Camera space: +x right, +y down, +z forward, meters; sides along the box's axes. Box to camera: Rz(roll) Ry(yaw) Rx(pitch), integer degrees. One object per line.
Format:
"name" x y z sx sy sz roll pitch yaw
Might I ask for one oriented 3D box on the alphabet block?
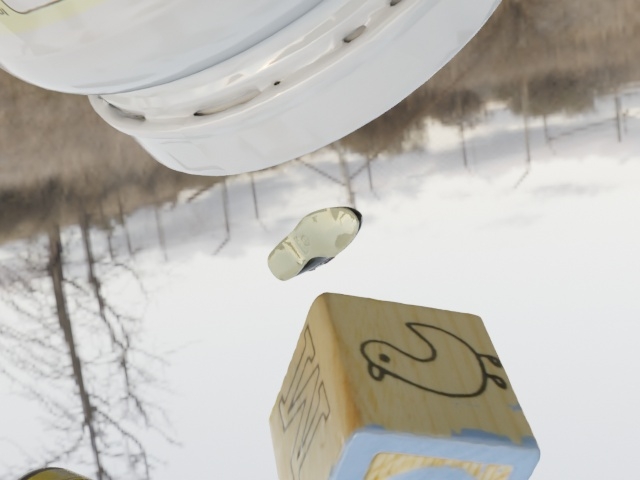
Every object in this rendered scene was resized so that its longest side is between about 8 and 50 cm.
"alphabet block" 0.070 0.192 0.978 0.192 0.193 0.197 11 -148 -19

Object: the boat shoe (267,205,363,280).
"boat shoe" -0.001 -0.002 0.995 0.042 0.049 0.133 -26 174 -44

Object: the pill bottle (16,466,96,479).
"pill bottle" -0.184 0.252 0.819 0.184 0.103 0.103 4 -167 44

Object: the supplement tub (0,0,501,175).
"supplement tub" -0.083 -0.198 0.323 0.235 0.325 0.235 -22 -138 22
